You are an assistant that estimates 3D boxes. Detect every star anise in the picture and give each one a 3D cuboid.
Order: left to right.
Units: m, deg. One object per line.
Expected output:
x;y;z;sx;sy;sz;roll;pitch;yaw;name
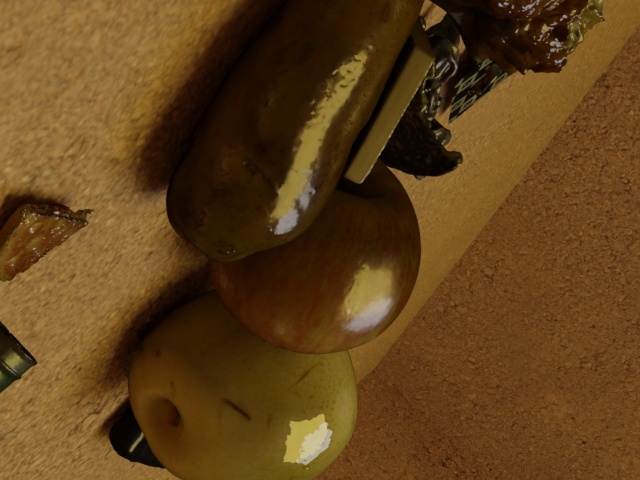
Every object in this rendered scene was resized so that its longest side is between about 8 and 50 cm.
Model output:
0.122;-0.172;1.289;0.212;0.129;0.282;-1;113;-85;star anise

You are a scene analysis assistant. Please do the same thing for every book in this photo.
0.065;-0.179;1.047;0.161;0.026;0.231;-61;-165;25;book

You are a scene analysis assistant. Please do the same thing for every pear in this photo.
-0.104;0.206;1.311;0.309;0.309;0.309;-45;166;-14;pear

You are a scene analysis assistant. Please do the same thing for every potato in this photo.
-0.019;-0.133;0.938;0.195;0.176;0.369;16;113;-50;potato

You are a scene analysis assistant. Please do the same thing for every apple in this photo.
0.000;0.000;1.168;0.264;0.264;0.264;-45;166;-14;apple

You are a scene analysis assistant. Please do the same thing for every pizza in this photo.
-0.261;0.000;0.830;0.099;0.029;0.100;-43;166;14;pizza

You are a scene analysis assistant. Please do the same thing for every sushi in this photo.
0.284;-0.303;1.648;0.193;0.040;0.210;-39;168;-7;sushi

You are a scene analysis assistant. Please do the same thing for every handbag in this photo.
-0.214;0.252;1.558;0.275;0.088;0.244;-43;164;-7;handbag

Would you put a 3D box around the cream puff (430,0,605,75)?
0.212;-0.284;1.033;0.155;0.241;0.269;-48;133;-3;cream puff

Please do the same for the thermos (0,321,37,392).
-0.356;0.146;0.859;0.188;0.083;0.073;-43;144;-16;thermos

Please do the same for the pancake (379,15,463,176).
0.109;-0.175;1.154;0.020;0.184;0.190;-23;135;-49;pancake
